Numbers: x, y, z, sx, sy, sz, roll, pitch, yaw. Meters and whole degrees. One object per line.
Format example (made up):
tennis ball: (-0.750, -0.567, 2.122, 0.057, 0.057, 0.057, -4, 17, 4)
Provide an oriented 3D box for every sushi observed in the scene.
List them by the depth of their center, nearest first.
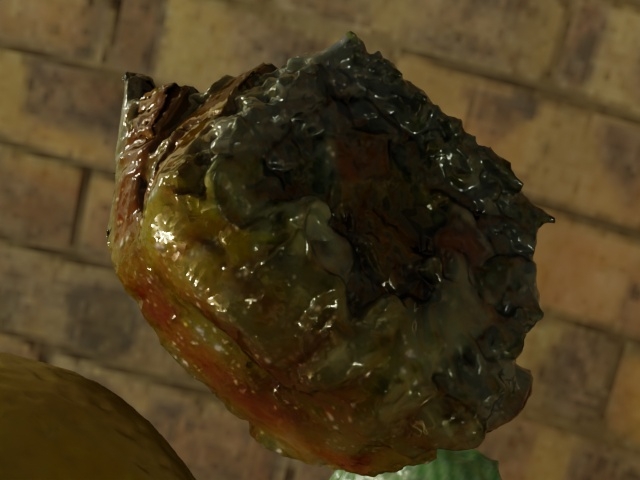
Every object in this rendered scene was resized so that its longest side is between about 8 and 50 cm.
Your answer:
sushi: (0.000, 0.000, 1.017, 0.274, 0.139, 0.184, 43, -122, -8)

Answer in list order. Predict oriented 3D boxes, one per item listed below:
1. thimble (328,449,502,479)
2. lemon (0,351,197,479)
thimble: (0.092, 0.225, 1.287, 0.219, 0.150, 0.219, 32, 171, 6)
lemon: (-0.143, 0.174, 0.731, 0.267, 0.267, 0.267, 11, -159, -4)
